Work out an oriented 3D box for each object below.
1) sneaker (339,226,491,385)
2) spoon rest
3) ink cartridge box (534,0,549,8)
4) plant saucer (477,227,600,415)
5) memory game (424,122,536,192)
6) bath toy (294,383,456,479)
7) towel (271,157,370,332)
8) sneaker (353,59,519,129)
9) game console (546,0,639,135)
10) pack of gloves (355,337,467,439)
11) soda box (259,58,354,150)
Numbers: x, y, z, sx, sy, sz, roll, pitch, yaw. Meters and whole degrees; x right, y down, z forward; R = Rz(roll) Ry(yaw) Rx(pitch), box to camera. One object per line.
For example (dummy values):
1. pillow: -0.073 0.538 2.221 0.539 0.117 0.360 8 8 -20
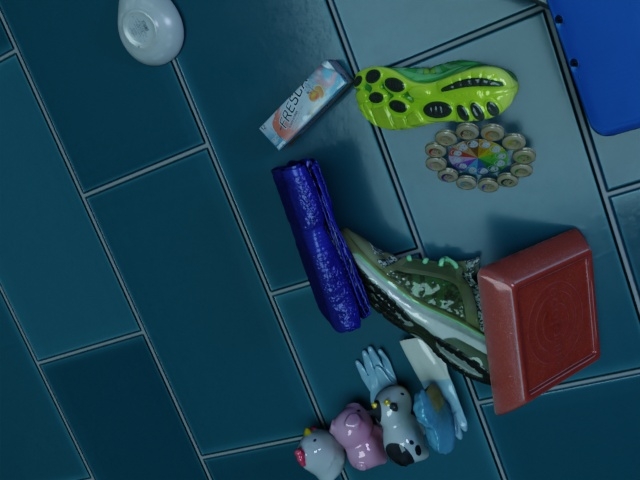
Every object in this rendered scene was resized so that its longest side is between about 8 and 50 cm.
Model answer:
1. sneaker: 0.212 0.088 1.151 0.410 0.158 0.182 38 74 14
2. spoon rest: -0.354 -0.469 1.179 0.137 0.084 0.276 -14 114 21
3. ink cartridge box: 0.438 -0.428 0.912 0.308 0.129 0.223 28 112 6
4. plant saucer: 0.382 0.135 1.040 0.048 0.259 0.258 9 113 56
5. memory game: 0.266 -0.136 1.046 0.186 0.012 0.186 12 153 6
6. bath toy: 0.086 0.386 1.235 0.348 0.129 0.151 -28 57 30
7. towel: 0.000 0.000 1.134 0.076 0.227 0.308 -20 100 -7
8. sneaker: 0.190 -0.246 1.055 0.296 0.124 0.109 10 114 33
9. game console: 0.481 -0.326 0.846 0.250 0.173 0.293 -25 100 -11
10. pack of gloves: 0.186 0.304 1.259 0.195 0.046 0.232 -16 97 31
11. soda box: -0.026 -0.247 1.141 0.183 0.063 0.058 -42 91 23
